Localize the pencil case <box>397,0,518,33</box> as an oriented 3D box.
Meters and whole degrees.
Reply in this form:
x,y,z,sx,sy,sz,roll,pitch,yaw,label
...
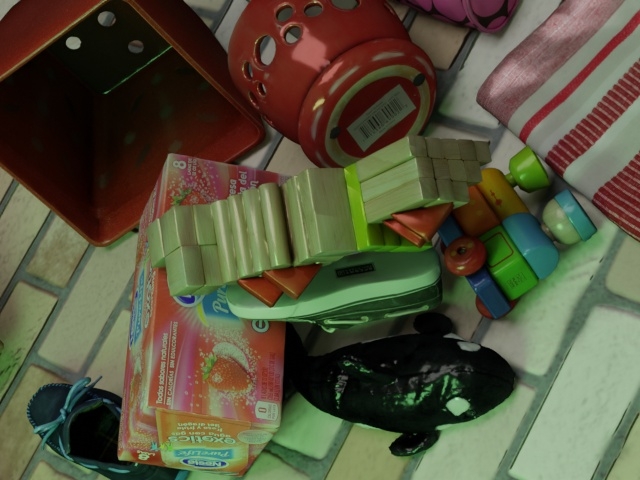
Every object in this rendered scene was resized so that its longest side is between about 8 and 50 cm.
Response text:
x,y,z,sx,sy,sz,roll,pitch,yaw,label
0.121,-0.297,1.950,0.209,0.098,0.095,24,58,42,pencil case

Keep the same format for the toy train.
x,y,z,sx,sy,sz,roll,pitch,yaw,label
0.167,-0.049,1.774,0.143,0.105,0.248,-33,48,5,toy train

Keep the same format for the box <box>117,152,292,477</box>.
x,y,z,sx,sy,sz,roll,pitch,yaw,label
-0.121,0.079,1.851,0.154,0.142,0.300,123,154,-58,box

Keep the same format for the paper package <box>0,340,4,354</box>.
x,y,z,sx,sy,sz,roll,pitch,yaw,label
-0.600,0.126,2.068,0.325,0.309,0.168,-46,32,-12,paper package

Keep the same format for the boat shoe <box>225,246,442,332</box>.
x,y,z,sx,sy,sz,roll,pitch,yaw,label
0.016,0.059,1.770,0.219,0.070,0.078,-8,38,1,boat shoe

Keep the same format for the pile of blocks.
x,y,z,sx,sy,sz,roll,pitch,yaw,label
0.000,0.000,1.708,0.362,0.149,0.113,-15,76,25,pile of blocks

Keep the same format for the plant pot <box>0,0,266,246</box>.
x,y,z,sx,sy,sz,roll,pitch,yaw,label
-0.254,-0.205,2.100,0.267,0.267,0.236,-32,37,20,plant pot

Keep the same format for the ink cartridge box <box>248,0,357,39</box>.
x,y,z,sx,sy,sz,roll,pitch,yaw,label
-0.044,-0.333,2.084,0.127,0.128,0.176,-50,46,3,ink cartridge box

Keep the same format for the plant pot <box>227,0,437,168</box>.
x,y,z,sx,sy,sz,roll,pitch,yaw,label
0.019,-0.182,1.902,0.191,0.191,0.174,-46,48,7,plant pot

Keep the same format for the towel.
x,y,z,sx,sy,sz,roll,pitch,yaw,label
0.322,-0.149,1.749,0.237,0.037,0.329,-48,46,6,towel

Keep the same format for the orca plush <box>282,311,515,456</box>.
x,y,z,sx,sy,sz,roll,pitch,yaw,label
0.050,0.118,1.757,0.287,0.102,0.151,19,77,43,orca plush

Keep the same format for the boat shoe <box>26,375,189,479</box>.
x,y,z,sx,sy,sz,roll,pitch,yaw,label
-0.247,0.204,1.951,0.258,0.089,0.109,12,73,42,boat shoe
